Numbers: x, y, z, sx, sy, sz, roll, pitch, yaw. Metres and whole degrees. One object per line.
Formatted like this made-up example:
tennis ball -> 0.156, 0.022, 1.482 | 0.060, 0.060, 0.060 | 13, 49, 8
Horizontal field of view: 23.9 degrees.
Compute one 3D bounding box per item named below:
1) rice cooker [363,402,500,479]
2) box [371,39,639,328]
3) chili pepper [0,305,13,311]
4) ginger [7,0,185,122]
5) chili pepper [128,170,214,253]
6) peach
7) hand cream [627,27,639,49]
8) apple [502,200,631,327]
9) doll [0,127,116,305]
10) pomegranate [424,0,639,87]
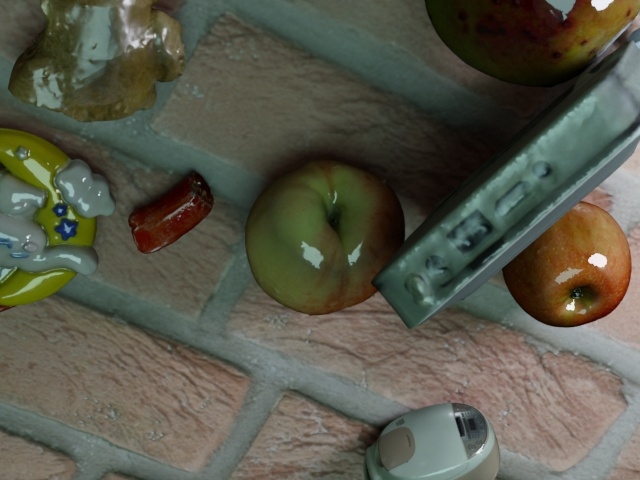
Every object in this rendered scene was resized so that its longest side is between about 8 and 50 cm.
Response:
rice cooker -> 0.168, 0.328, 2.247 | 0.206, 0.145, 0.127 | -27, 129, 12
box -> 0.258, -0.075, 1.880 | 0.396, 0.396, 0.111 | -43, 89, 20
chili pepper -> -0.431, 0.056, 2.082 | 0.169, 0.065, 0.088 | -12, 121, -6
ginger -> -0.262, -0.272, 1.876 | 0.219, 0.123, 0.270 | 16, 114, -24
chili pepper -> -0.203, -0.034, 2.047 | 0.123, 0.073, 0.070 | -34, 150, 16
peach -> 0.000, 0.000, 2.032 | 0.232, 0.232, 0.232 | -3, 119, -5
hand cream -> 0.468, -0.215, 2.029 | 0.065, 0.043, 0.171 | -33, 119, 19
apple -> 0.342, 0.034, 2.087 | 0.181, 0.168, 0.181 | -5, 127, -7
doll -> -0.404, -0.022, 2.001 | 0.252, 0.111, 0.237 | 24, 106, -19
pomegranate -> 0.271, -0.348, 1.847 | 0.291, 0.323, 0.291 | 14, 123, 23
